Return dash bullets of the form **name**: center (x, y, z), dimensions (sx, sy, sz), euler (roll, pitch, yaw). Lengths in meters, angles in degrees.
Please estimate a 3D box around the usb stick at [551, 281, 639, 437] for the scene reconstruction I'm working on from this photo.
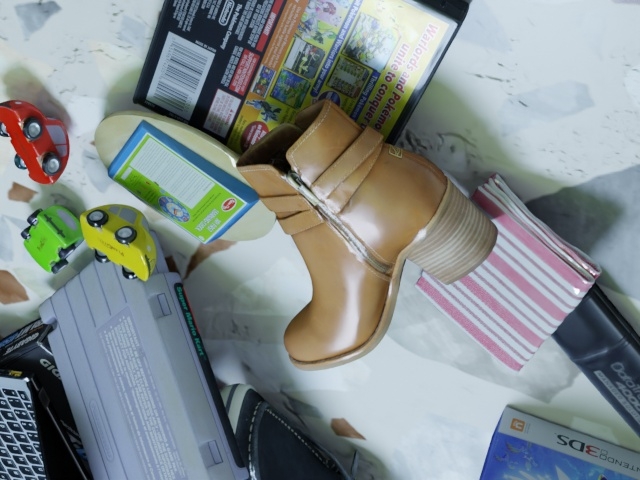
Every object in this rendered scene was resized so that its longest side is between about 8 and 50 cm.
- **usb stick**: center (0.319, 0.140, 1.455), dimensions (0.077, 0.045, 0.278), euler (-25, 119, 34)

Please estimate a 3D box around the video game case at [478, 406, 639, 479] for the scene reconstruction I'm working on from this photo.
- **video game case**: center (0.274, 0.332, 1.507), dimensions (0.244, 0.269, 0.061), euler (18, 138, 7)

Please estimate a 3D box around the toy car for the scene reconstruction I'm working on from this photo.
- **toy car**: center (-0.274, -0.032, 1.537), dimensions (0.239, 0.053, 0.225), euler (48, 149, 2)

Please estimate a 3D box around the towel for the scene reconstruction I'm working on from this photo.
- **towel**: center (0.181, 0.037, 1.392), dimensions (0.144, 0.029, 0.197), euler (43, 144, 12)

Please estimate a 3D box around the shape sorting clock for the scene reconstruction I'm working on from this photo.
- **shape sorting clock**: center (-0.137, -0.065, 1.447), dimensions (0.206, 0.040, 0.206), euler (24, 152, 14)

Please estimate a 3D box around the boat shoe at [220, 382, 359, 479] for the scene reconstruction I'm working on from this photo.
- **boat shoe**: center (-0.002, 0.345, 1.735), dimensions (0.156, 0.187, 0.500), euler (-8, 133, 22)

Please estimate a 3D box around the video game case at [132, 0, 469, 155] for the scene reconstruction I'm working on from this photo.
- **video game case**: center (-0.028, -0.170, 1.301), dimensions (0.248, 0.035, 0.275), euler (26, 139, -2)

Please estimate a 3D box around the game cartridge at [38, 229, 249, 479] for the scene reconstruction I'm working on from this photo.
- **game cartridge**: center (-0.196, 0.190, 1.592), dimensions (0.230, 0.068, 0.355), euler (-33, 72, 41)

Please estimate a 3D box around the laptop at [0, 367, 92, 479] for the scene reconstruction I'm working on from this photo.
- **laptop**: center (-0.395, 0.367, 1.792), dimensions (0.407, 0.236, 0.382), euler (5, 137, 20)

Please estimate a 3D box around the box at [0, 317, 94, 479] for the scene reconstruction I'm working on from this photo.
- **box**: center (-0.328, 0.242, 1.862), dimensions (0.295, 0.073, 0.293), euler (43, 137, -22)

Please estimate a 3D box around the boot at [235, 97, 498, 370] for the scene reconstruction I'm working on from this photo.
- **boot**: center (0.000, 0.000, 1.350), dimensions (0.220, 0.109, 0.283), euler (36, 135, -21)
